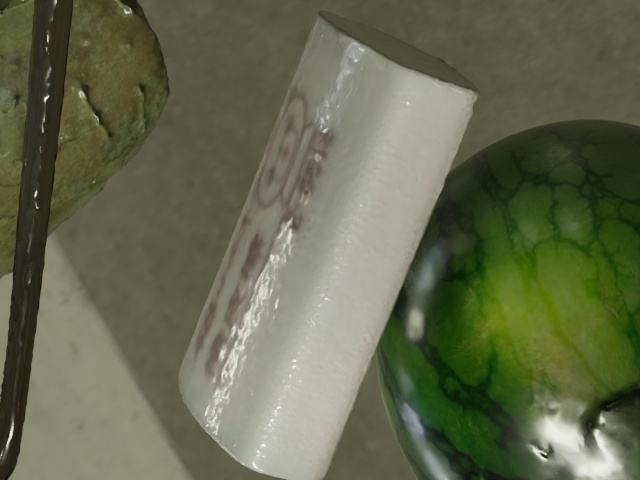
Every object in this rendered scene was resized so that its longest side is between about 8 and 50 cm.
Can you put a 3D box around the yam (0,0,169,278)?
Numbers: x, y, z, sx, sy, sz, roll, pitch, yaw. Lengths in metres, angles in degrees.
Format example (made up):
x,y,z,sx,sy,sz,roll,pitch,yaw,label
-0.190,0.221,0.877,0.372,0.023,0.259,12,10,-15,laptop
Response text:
x,y,z,sx,sy,sz,roll,pitch,yaw,label
-0.237,-0.034,1.105,0.168,0.304,0.168,38,159,17,yam

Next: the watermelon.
x,y,z,sx,sy,sz,roll,pitch,yaw,label
0.204,0.081,1.442,0.363,0.363,0.363,15,118,30,watermelon

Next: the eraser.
x,y,z,sx,sy,sz,roll,pitch,yaw,label
0.000,0.000,1.221,0.270,0.095,0.174,-69,23,12,eraser

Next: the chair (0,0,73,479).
x,y,z,sx,sy,sz,roll,pitch,yaw,label
-0.272,-0.008,0.592,0.410,0.362,0.364,28,127,26,chair
